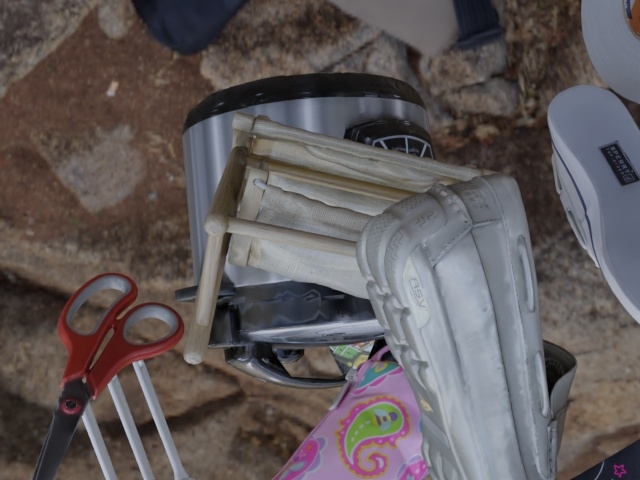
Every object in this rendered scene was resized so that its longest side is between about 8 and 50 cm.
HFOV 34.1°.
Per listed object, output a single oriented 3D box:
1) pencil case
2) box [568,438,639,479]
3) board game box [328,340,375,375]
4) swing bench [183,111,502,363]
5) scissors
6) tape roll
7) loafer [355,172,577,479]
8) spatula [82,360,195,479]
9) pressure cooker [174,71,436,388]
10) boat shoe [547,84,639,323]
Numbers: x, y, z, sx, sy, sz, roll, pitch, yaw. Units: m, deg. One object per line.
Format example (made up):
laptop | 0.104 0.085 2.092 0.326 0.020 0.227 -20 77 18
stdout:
pencil case | 0.005 0.231 0.949 0.284 0.124 0.124 -46 138 -19
box | 0.298 0.162 0.599 0.247 0.142 0.163 -39 138 27
board game box | 0.149 0.170 1.836 0.259 0.030 0.136 -28 103 -3
swing bench | 0.027 -0.002 0.946 0.253 0.255 0.165 12 126 -4
scissors | -0.218 0.129 0.897 0.109 0.297 0.021 26 131 6
tape roll | 0.346 -0.228 0.958 0.072 0.219 0.219 5 139 -33
loafer | 0.120 0.108 0.679 0.111 0.112 0.319 -25 119 -12
spatula | -0.201 0.245 1.175 0.019 0.242 0.168 -30 165 25
pressure cooker | -0.002 0.001 1.501 0.370 0.420 0.375 -5 173 7
boat shoe | 0.265 -0.019 0.899 0.095 0.258 0.084 -11 144 1
